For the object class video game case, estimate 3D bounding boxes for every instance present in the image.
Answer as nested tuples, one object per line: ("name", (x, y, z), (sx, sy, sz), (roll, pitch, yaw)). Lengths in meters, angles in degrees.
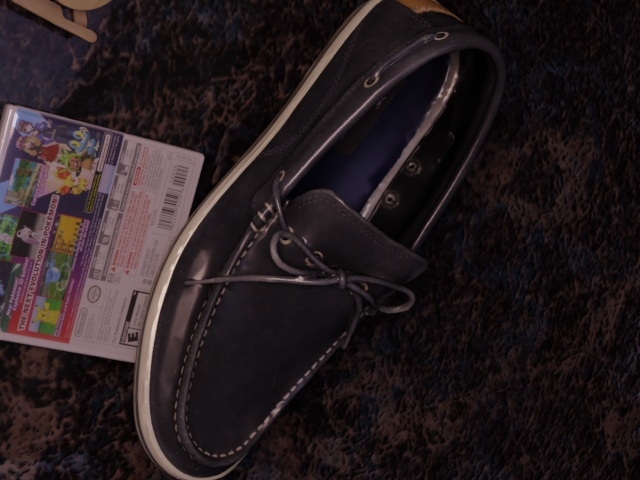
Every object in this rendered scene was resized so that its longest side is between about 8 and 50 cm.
("video game case", (-0.212, -0.002, 1.149), (0.183, 0.023, 0.201), (13, 96, -28))

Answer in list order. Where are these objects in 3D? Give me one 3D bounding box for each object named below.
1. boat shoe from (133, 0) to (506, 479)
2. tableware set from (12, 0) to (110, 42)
("boat shoe", (0.000, 0.000, 1.170), (0.187, 0.156, 0.500), (36, 84, -37))
("tableware set", (-0.249, -0.255, 1.071), (0.194, 0.039, 0.128), (27, 76, -33))
